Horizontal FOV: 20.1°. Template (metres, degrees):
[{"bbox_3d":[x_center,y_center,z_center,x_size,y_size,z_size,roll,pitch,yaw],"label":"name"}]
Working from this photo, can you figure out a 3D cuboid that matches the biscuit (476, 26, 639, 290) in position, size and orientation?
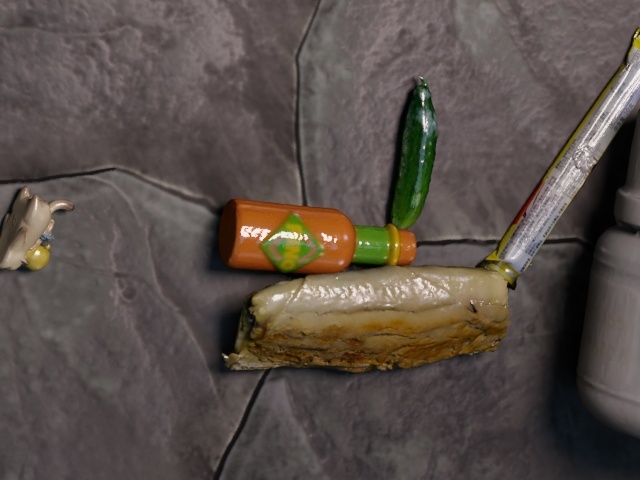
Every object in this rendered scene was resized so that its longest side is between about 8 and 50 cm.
[{"bbox_3d":[0.253,-0.078,1.787,0.048,0.026,0.292,34,91,-16],"label":"biscuit"}]

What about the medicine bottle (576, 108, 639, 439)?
[{"bbox_3d":[0.383,0.035,1.733,0.245,0.245,0.306,3,100,-17],"label":"medicine bottle"}]

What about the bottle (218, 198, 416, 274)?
[{"bbox_3d":[0.000,0.000,1.709,0.187,0.069,0.069,4,101,-18],"label":"bottle"}]

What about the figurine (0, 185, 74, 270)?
[{"bbox_3d":[-0.262,-0.005,1.647,0.051,0.047,0.083,24,100,-30],"label":"figurine"}]

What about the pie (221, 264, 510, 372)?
[{"bbox_3d":[0.044,0.077,1.729,0.282,0.068,0.128,-5,141,-19],"label":"pie"}]

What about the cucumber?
[{"bbox_3d":[0.094,-0.082,1.734,0.037,0.037,0.155,5,102,-17],"label":"cucumber"}]
